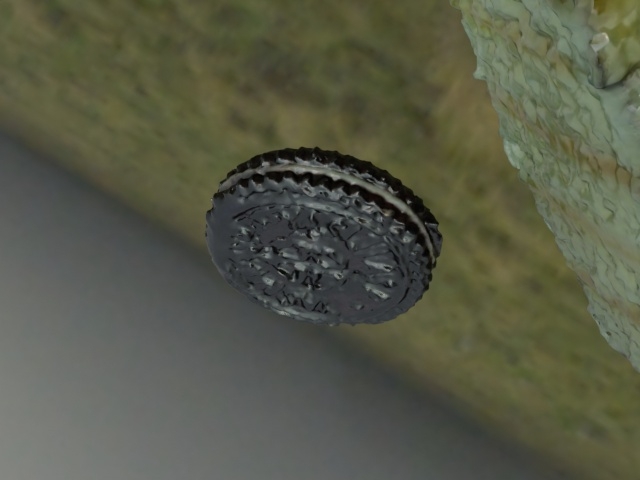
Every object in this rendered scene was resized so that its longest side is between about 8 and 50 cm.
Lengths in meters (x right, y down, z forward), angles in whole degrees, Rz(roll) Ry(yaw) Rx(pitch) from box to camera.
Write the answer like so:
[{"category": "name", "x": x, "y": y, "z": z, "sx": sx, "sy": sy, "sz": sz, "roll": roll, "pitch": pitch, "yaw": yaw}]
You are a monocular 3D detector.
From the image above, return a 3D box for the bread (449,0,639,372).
[{"category": "bread", "x": 0.272, "y": -0.101, "z": 1.177, "sx": 0.239, "sy": 0.264, "sz": 0.395, "roll": 37, "pitch": 159, "yaw": 58}]

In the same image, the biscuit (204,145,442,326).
[{"category": "biscuit", "x": 0.000, "y": 0.000, "z": 1.364, "sx": 0.194, "sy": 0.053, "sz": 0.194, "roll": 10, "pitch": 144, "yaw": 7}]
